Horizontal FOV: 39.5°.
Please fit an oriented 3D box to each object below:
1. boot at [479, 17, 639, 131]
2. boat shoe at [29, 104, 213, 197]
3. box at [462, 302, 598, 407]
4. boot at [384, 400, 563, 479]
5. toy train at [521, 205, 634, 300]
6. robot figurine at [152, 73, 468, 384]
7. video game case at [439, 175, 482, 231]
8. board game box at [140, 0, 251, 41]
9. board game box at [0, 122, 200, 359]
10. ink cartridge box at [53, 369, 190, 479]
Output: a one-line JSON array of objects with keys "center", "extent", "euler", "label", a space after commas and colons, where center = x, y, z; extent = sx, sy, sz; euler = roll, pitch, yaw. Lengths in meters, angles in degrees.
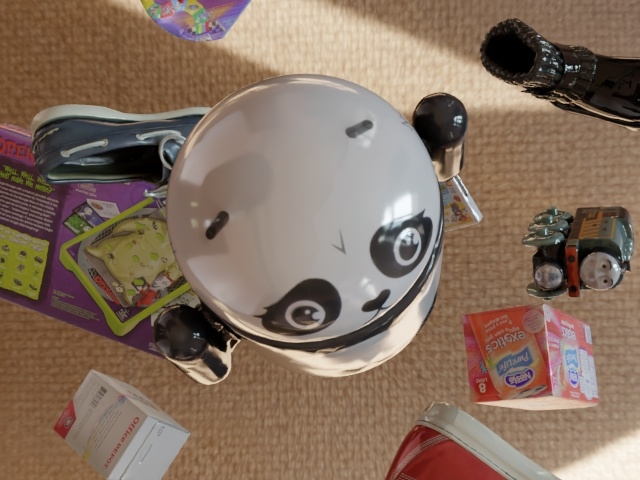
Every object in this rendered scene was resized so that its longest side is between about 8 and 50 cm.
[{"center": [0.485, -0.305, 1.634], "extent": [0.260, 0.348, 0.131], "euler": [20, 86, -39], "label": "boot"}, {"center": [-0.178, -0.095, 0.959], "extent": [0.255, 0.095, 0.079], "euler": [1, 56, -30], "label": "boat shoe"}, {"center": [0.367, 0.209, 1.534], "extent": [0.142, 0.300, 0.154], "euler": [-12, 74, 28], "label": "box"}, {"center": [0.142, 0.262, 0.686], "extent": [0.244, 0.088, 0.176], "euler": [31, 70, 13], "label": "boot"}, {"center": [0.493, 0.016, 1.692], "extent": [0.190, 0.334, 0.142], "euler": [-4, 103, 21], "label": "toy train"}, {"center": [0.000, 0.003, 0.607], "extent": [0.174, 0.278, 0.209], "euler": [9, 75, 9], "label": "robot figurine"}, {"center": [0.165, -0.097, 1.688], "extent": [0.206, 0.227, 0.026], "euler": [57, 47, -16], "label": "video game case"}, {"center": [-0.110, -0.283, 0.929], "extent": [0.133, 0.033, 0.168], "euler": [30, 103, -43], "label": "board game box"}, {"center": [-0.255, 0.007, 1.068], "extent": [0.347, 0.056, 0.208], "euler": [19, 108, 10], "label": "board game box"}, {"center": [-0.348, 0.334, 1.565], "extent": [0.176, 0.127, 0.128], "euler": [28, 82, 38], "label": "ink cartridge box"}]
